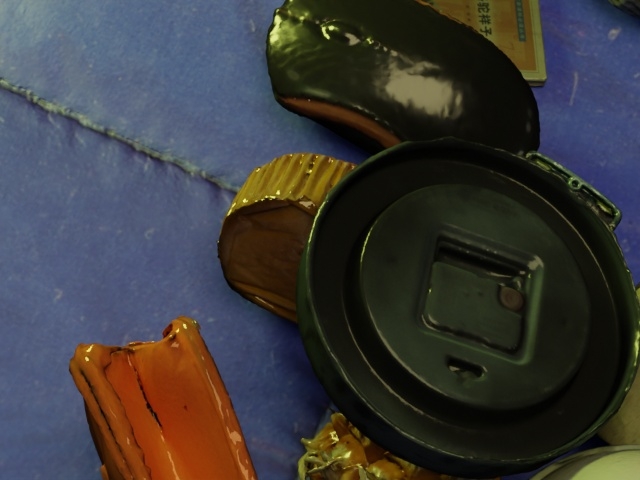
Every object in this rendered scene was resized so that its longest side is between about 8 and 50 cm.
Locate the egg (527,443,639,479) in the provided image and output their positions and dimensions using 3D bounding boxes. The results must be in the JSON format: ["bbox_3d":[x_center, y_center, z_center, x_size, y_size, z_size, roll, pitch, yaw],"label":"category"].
[{"bbox_3d":[0.278,0.317,1.339,0.278,0.336,0.278,3,61,-6],"label":"egg"}]

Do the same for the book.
[{"bbox_3d":[0.134,-0.257,1.723,0.242,0.018,0.170,0,68,-9],"label":"book"}]

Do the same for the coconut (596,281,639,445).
[{"bbox_3d":[0.363,0.142,1.506,0.224,0.224,0.224,3,67,-8],"label":"coconut"}]

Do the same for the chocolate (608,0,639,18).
[{"bbox_3d":[0.331,-0.344,1.746,0.248,0.110,0.110,35,66,11],"label":"chocolate"}]

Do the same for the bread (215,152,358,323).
[{"bbox_3d":[0.000,0.000,1.507,0.199,0.199,0.104,21,47,0],"label":"bread"}]

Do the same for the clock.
[{"bbox_3d":[0.134,0.058,1.371,0.325,0.067,0.325,8,61,-15],"label":"clock"}]

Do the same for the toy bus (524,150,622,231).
[{"bbox_3d":[0.179,0.053,1.528,0.128,0.150,0.262,36,67,4],"label":"toy bus"}]

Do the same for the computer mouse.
[{"bbox_3d":[0.091,-0.171,1.618,0.323,0.116,0.183,28,70,0],"label":"computer mouse"}]

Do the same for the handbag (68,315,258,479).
[{"bbox_3d":[-0.101,0.288,1.303,0.116,0.303,0.410,-18,70,-15],"label":"handbag"}]

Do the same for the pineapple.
[{"bbox_3d":[0.089,0.237,1.444,0.236,0.186,0.114,-1,64,38],"label":"pineapple"}]
